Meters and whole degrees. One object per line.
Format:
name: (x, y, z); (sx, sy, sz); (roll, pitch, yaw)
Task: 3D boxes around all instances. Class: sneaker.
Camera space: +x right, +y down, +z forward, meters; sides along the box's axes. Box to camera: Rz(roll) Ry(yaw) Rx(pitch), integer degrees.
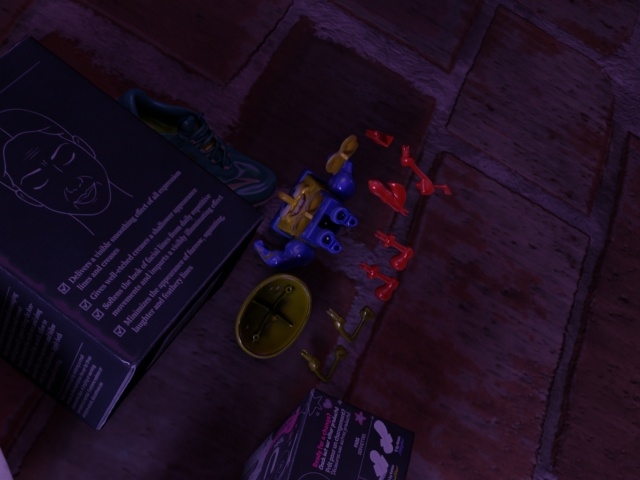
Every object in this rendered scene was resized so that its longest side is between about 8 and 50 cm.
sneaker: (-0.188, -0.133, 1.510); (0.275, 0.110, 0.107); (26, 51, -9)

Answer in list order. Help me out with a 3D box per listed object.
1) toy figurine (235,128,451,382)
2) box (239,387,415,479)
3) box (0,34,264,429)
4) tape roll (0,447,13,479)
toy figurine: (0.000, 0.000, 1.507); (0.191, 0.217, 0.363); (28, 94, -24)
box: (-0.014, 0.312, 1.212); (0.142, 0.247, 0.163); (25, 51, -10)
box: (-0.330, -0.013, 1.297); (0.395, 0.212, 0.293); (38, 51, 1)
tape roll: (-0.459, 0.240, 1.049); (0.246, 0.246, 0.169); (47, 51, 8)
